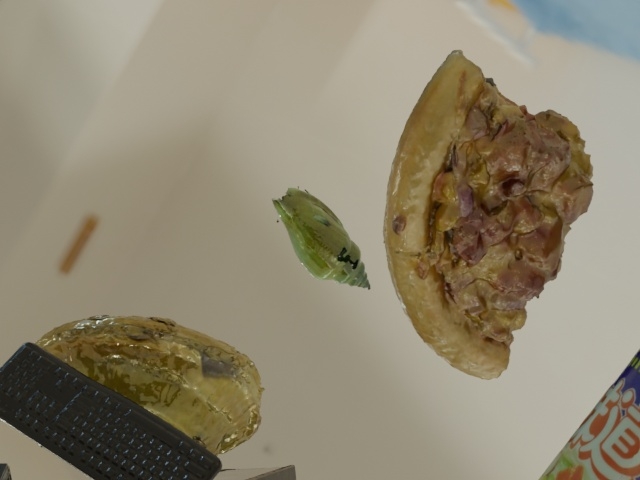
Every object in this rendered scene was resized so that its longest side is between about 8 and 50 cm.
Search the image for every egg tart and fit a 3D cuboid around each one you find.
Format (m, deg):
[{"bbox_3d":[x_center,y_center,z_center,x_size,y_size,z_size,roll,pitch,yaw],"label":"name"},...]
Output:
[{"bbox_3d":[-0.206,0.191,2.059,0.290,0.115,0.290,4,144,3],"label":"egg tart"}]

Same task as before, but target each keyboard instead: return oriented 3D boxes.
[{"bbox_3d":[-0.190,0.224,1.842,0.381,0.103,0.041,31,152,19],"label":"keyboard"}]

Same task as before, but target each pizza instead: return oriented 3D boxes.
[{"bbox_3d":[0.187,-0.028,1.980,0.278,0.408,0.114,-19,-146,-30],"label":"pizza"}]

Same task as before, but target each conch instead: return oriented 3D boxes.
[{"bbox_3d":[0.003,0.001,2.634,0.200,0.080,0.095,61,-148,-16],"label":"conch"}]

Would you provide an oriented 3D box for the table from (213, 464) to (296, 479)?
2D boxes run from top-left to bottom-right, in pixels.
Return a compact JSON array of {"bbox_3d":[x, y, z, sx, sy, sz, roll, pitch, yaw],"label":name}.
[{"bbox_3d":[-0.149,0.395,2.386,0.193,0.169,0.172,-5,180,26],"label":"table"}]

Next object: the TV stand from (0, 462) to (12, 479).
[{"bbox_3d":[-0.419,0.407,2.374,0.049,0.256,0.040,1,-149,9],"label":"TV stand"}]

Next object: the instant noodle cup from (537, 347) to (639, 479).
[{"bbox_3d":[0.250,0.252,1.373,0.284,0.312,0.284,44,-178,-2],"label":"instant noodle cup"}]
